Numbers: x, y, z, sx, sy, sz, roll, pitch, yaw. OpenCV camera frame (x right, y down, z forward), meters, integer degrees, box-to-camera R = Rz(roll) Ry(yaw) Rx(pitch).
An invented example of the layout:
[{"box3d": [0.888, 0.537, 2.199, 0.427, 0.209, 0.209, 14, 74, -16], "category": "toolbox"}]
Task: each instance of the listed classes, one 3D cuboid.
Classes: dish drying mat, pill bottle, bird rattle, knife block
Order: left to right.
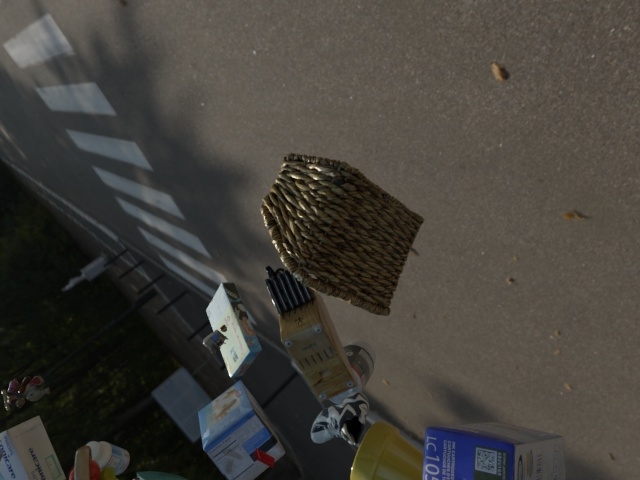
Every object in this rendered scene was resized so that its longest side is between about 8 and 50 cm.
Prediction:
[{"box3d": [-0.650, 0.677, 1.274, 0.253, 0.143, 0.207, 152, 108, -74], "category": "bird rattle"}, {"box3d": [-0.722, 0.728, 1.569, 0.087, 0.087, 0.160, 32, 159, 35], "category": "pill bottle"}, {"box3d": [-0.180, 0.701, 1.506, 0.008, 0.032, 0.083, -33, 119, 30], "category": "dish drying mat"}, {"box3d": [-0.025, 0.172, 1.017, 0.242, 0.088, 0.276, -104, -12, -62], "category": "knife block"}, {"box3d": [0.116, 0.500, 1.813, 0.161, 0.161, 0.283, 46, -159, 7], "category": "pill bottle"}]

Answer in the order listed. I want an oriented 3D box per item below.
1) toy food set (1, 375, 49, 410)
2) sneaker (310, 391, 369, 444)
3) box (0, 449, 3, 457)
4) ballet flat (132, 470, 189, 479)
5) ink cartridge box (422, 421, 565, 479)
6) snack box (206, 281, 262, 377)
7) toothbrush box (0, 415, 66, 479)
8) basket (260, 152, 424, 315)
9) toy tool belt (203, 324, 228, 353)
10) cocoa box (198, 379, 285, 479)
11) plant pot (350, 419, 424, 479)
[{"box3d": [-0.769, 0.388, 1.208, 0.078, 0.122, 0.019, 63, 180, 14], "category": "toy food set"}, {"box3d": [0.058, 0.600, 1.484, 0.094, 0.235, 0.153, 54, -169, -9], "category": "sneaker"}, {"box3d": [-1.004, 0.501, 1.248, 0.324, 0.063, 0.067, 39, 136, -2], "category": "box"}, {"box3d": [-0.360, 0.686, 1.198, 0.408, 0.147, 0.147, -11, 120, 36], "category": "ballet flat"}, {"box3d": [0.285, 0.451, 0.768, 0.151, 0.270, 0.395, -4, 161, 36], "category": "ink cartridge box"}, {"box3d": [-0.344, 0.343, 1.822, 0.187, 0.060, 0.322, -54, 51, 34], "category": "snack box"}, {"box3d": [-0.958, 0.698, 1.397, 0.216, 0.295, 0.126, 62, -171, 5], "category": "toothbrush box"}, {"box3d": [0.022, -0.009, 0.915, 0.213, 0.223, 0.299, 18, 175, 43], "category": "basket"}, {"box3d": [-0.290, 0.283, 1.335, 0.051, 0.083, 0.052, 53, 180, -16], "category": "toy tool belt"}, {"box3d": [-0.327, 0.763, 1.873, 0.228, 0.231, 0.347, 57, 167, -12], "category": "cocoa box"}, {"box3d": [0.269, 0.818, 1.676, 0.239, 0.254, 0.254, 19, 145, 28], "category": "plant pot"}]
